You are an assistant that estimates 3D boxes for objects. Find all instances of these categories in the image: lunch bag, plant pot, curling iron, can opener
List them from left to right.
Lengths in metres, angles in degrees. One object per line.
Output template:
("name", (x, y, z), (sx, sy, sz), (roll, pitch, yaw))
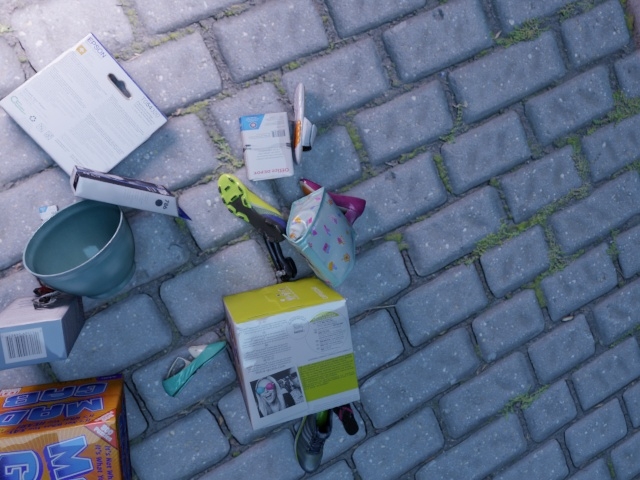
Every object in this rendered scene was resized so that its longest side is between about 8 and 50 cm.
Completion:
("curling iron", (-0.784, 0.149, 1.525), (0.068, 0.274, 0.035), (-23, 105, -30))
("plant pot", (-0.657, 0.046, 1.561), (0.293, 0.293, 0.196), (-32, 136, -11))
("can opener", (-0.143, 0.053, 1.824), (0.059, 0.073, 0.186), (-22, 102, 27))
("lunch bag", (0.000, 0.000, 1.723), (0.160, 0.262, 0.223), (-24, 121, 24))

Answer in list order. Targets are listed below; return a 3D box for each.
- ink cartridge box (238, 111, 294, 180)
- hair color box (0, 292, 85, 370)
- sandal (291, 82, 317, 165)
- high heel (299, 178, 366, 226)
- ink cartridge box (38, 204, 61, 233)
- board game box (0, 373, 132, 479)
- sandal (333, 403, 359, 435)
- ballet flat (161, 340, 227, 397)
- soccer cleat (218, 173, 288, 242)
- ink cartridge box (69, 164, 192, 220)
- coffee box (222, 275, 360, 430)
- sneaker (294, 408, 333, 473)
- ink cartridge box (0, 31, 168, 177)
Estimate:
("ink cartridge box", (-0.174, -0.301, 1.745), (0.148, 0.086, 0.203), (-8, 100, -15))
("hair color box", (-0.768, 0.233, 1.483), (0.185, 0.374, 0.113), (-7, 99, -16))
("sandal", (-0.045, -0.376, 1.766), (0.076, 0.102, 0.265), (3, 94, -14))
("high heel", (0.044, -0.157, 1.842), (0.244, 0.082, 0.117), (36, 69, -10))
("ink cartridge box", (-0.802, -0.061, 1.617), (0.048, 0.028, 0.083), (-9, 99, -15))
("board game box", (-0.745, 0.632, 1.553), (0.357, 0.356, 0.356), (-4, 98, -16))
("sandal", (0.094, 0.635, 1.970), (0.067, 0.040, 0.179), (-31, 105, -11))
("ballet flat", (-0.418, 0.397, 1.768), (0.247, 0.083, 0.087), (-44, 93, -9))
("soccer cleat", (-0.215, -0.104, 1.763), (0.289, 0.121, 0.093), (43, 111, 0))
("ink cartridge box", (-0.540, -0.137, 1.576), (0.333, 0.165, 0.065), (13, 101, -33))
("coffee box", (-0.103, 0.331, 1.716), (0.338, 0.337, 0.334), (-11, 100, -15))
("sneaker", (-0.019, 0.677, 1.899), (0.111, 0.121, 0.300), (5, 96, -17))
("ink cartridge box", (-0.681, -0.371, 1.592), (0.330, 0.071, 0.324), (-43, 108, -10))
